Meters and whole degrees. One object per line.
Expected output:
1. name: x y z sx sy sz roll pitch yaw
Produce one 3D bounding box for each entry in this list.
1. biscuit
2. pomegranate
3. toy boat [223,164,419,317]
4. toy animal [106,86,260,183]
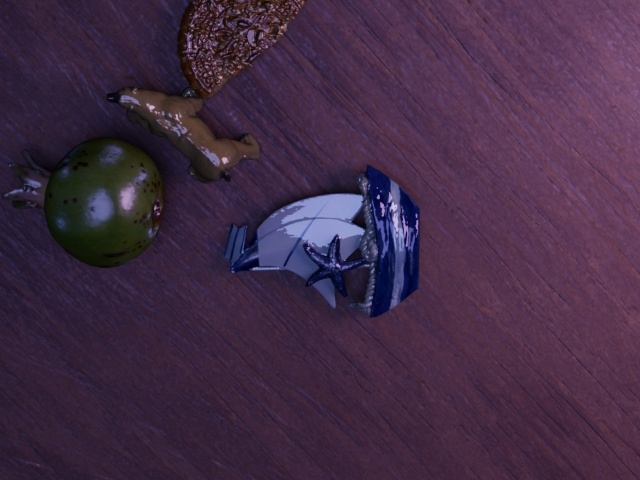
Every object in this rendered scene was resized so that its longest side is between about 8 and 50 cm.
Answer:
1. biscuit: -0.125 -0.301 1.847 0.206 0.025 0.126 -44 97 8
2. pomegranate: -0.329 -0.061 1.855 0.224 0.181 0.182 15 106 18
3. toy boat: 0.017 0.026 1.919 0.291 0.070 0.210 -24 99 11
4. toy animal: -0.194 -0.154 1.853 0.218 0.101 0.103 42 103 -10
